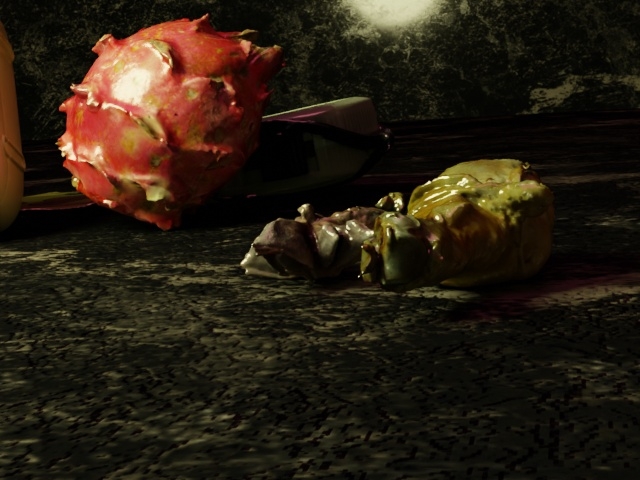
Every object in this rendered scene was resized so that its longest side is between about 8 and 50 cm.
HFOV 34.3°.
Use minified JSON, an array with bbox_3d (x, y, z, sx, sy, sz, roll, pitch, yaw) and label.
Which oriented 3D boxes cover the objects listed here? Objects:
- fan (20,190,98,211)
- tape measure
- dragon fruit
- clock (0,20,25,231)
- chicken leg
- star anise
[{"bbox_3d":[-0.311,-0.055,1.369,0.335,0.011,0.229,1,10,29],"label":"fan"},{"bbox_3d":[-0.032,-0.101,1.257,0.207,0.115,0.235,-4,11,32],"label":"tape measure"},{"bbox_3d":[-0.152,-0.138,1.096,0.268,0.210,0.205,-38,20,-12],"label":"dragon fruit"},{"bbox_3d":[-0.502,-0.125,1.097,0.348,0.286,0.117,-9,-14,-1],"label":"clock"},{"bbox_3d":[0.098,-0.008,0.689,0.103,0.088,0.228,17,15,20],"label":"chicken leg"},{"bbox_3d":[-0.009,0.002,0.743,0.124,0.056,0.129,-11,0,35],"label":"star anise"}]
